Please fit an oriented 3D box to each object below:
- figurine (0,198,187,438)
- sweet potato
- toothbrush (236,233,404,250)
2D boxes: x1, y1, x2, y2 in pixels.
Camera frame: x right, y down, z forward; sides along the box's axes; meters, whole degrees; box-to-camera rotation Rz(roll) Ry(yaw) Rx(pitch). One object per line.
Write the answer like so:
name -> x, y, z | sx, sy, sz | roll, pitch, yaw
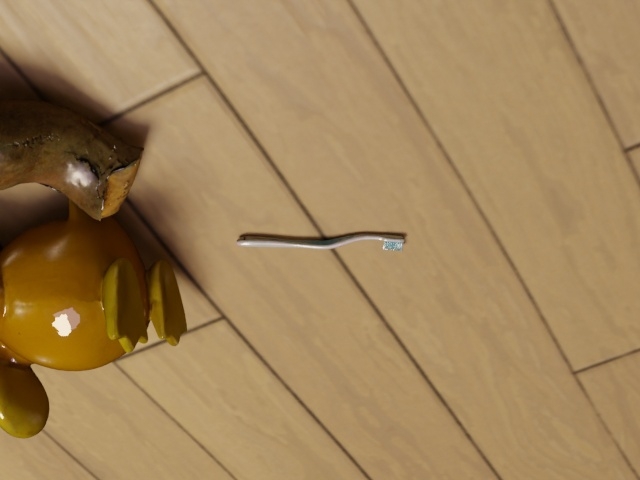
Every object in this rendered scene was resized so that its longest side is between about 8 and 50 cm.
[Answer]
figurine -> -0.263, 0.061, 1.020 | 0.228, 0.215, 0.215 | -34, 123, 9
sweet potato -> -0.289, -0.061, 0.915 | 0.286, 0.085, 0.112 | -8, 101, -26
toothbrush -> 0.000, 0.000, 1.047 | 0.162, 0.014, 0.017 | 2, 111, 1
